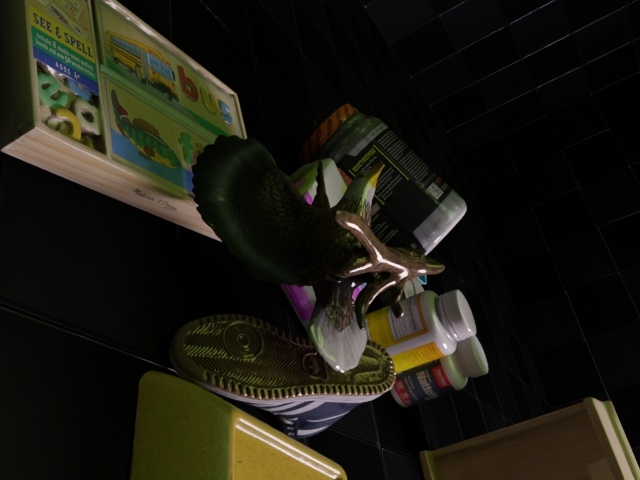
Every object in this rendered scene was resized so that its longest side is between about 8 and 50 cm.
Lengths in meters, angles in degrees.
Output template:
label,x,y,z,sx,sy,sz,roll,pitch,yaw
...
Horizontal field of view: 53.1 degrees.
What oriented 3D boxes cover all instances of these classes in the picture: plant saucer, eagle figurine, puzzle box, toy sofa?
label,x,y,z,sx,sy,sz,roll,pitch,yaw
plant saucer,-0.051,0.325,0.644,0.333,0.081,0.333,45,30,-43
eagle figurine,0.000,-0.011,0.788,0.225,0.298,0.226,-33,125,-29
puzzle box,-0.217,-0.162,0.812,0.409,0.052,0.272,27,42,-58
toy sofa,0.384,0.421,1.185,0.177,0.362,0.150,27,42,-49

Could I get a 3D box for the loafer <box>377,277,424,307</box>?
label,x,y,z,sx,sy,sz,roll,pitch,yaw
loafer,0.147,0.085,1.366,0.111,0.112,0.320,1,61,-27

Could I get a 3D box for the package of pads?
label,x,y,z,sx,sy,sz,roll,pitch,yaw
package of pads,0.000,0.000,1.087,0.229,0.101,0.296,62,20,-13

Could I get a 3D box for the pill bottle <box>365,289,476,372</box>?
label,x,y,z,sx,sy,sz,roll,pitch,yaw
pill bottle,0.157,0.162,1.123,0.117,0.214,0.117,50,26,-36

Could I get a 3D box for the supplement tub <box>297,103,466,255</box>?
label,x,y,z,sx,sy,sz,roll,pitch,yaw
supplement tub,0.117,-0.109,1.272,0.316,0.193,0.193,45,21,2

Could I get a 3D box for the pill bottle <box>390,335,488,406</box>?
label,x,y,z,sx,sy,sz,roll,pitch,yaw
pill bottle,0.224,0.246,1.240,0.108,0.180,0.108,49,26,-35

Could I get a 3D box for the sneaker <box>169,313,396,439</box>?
label,x,y,z,sx,sy,sz,roll,pitch,yaw
sneaker,-0.063,0.175,0.782,0.282,0.153,0.099,12,52,-27

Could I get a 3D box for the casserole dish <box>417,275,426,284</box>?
label,x,y,z,sx,sy,sz,roll,pitch,yaw
casserole dish,0.218,0.048,1.642,0.188,0.037,0.114,41,31,-48
